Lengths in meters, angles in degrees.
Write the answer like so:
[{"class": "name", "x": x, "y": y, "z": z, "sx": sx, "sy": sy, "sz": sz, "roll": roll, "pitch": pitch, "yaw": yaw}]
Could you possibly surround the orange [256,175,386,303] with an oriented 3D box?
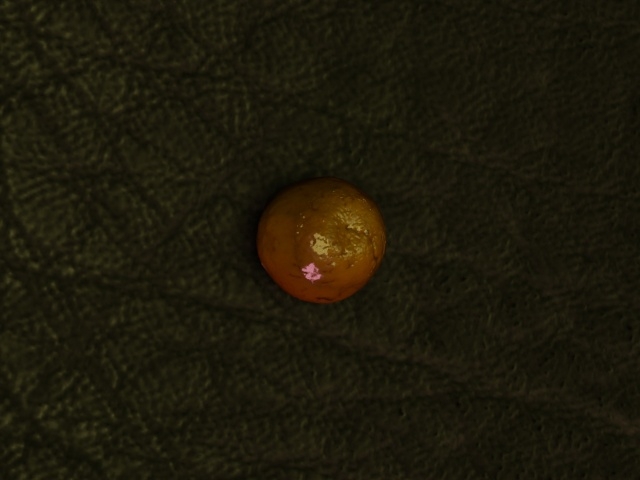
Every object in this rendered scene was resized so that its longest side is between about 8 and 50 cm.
[{"class": "orange", "x": 0.000, "y": 0.000, "z": 1.263, "sx": 0.083, "sy": 0.070, "sz": 0.083, "roll": 5, "pitch": 80, "yaw": -28}]
